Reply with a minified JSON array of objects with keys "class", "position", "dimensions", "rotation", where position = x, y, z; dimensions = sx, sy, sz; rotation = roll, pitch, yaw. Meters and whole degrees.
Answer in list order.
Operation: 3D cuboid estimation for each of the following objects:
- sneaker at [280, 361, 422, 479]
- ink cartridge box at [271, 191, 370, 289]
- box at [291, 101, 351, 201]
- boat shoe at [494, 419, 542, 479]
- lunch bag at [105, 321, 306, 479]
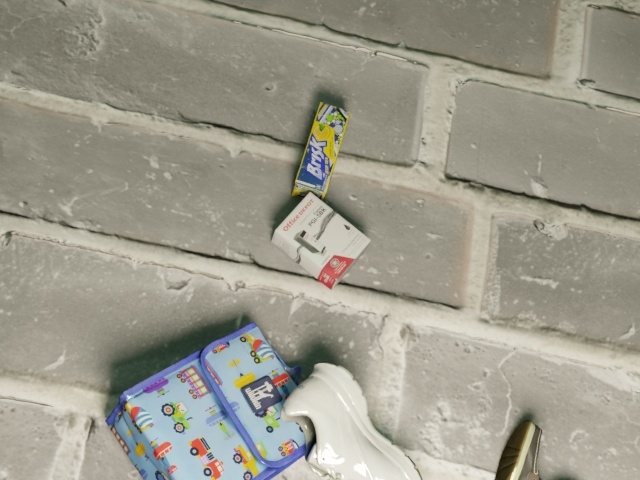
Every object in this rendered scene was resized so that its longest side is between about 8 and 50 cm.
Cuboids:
[{"class":"sneaker","position":[0.048,0.334,1.697],"dimensions":[0.129,0.111,0.297],"rotation":[-35,85,-31]},{"class":"ink cartridge box","position":[0.000,0.000,1.872],"dimensions":[0.135,0.056,0.099],"rotation":[38,68,6]},{"class":"box","position":[0.001,-0.152,1.934],"dimensions":[0.059,0.054,0.168],"rotation":[18,66,-2]},{"class":"boat shoe","position":[0.315,0.397,1.755],"dimensions":[0.073,0.080,0.223],"rotation":[23,72,-6]},{"class":"lunch bag","position":[-0.141,0.277,1.717],"dimensions":[0.293,0.138,0.221],"rotation":[-29,77,-33]}]
